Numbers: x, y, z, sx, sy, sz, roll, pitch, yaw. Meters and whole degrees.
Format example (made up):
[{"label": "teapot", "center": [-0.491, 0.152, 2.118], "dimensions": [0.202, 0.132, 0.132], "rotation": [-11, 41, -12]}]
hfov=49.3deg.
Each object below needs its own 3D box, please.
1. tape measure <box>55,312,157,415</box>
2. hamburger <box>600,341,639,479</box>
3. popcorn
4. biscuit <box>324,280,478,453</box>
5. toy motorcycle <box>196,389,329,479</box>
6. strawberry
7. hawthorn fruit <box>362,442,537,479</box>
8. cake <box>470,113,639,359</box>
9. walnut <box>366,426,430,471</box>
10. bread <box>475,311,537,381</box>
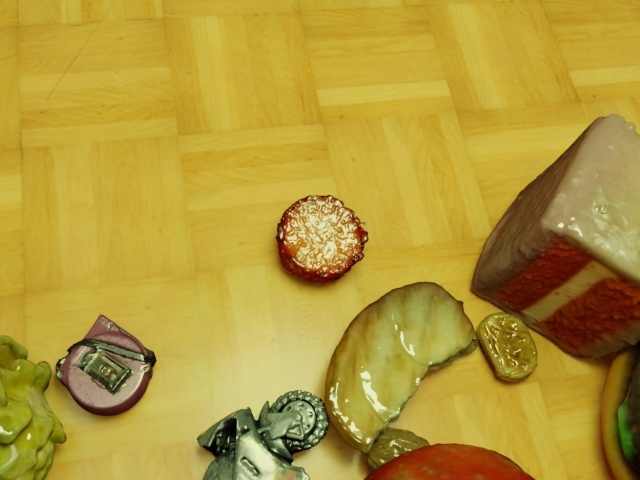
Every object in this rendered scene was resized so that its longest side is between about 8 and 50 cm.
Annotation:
[{"label": "tape measure", "center": [-0.297, 0.178, 0.967], "dimensions": [0.125, 0.074, 0.118], "rotation": [30, 66, 8]}, {"label": "hamburger", "center": [0.597, 0.245, 0.958], "dimensions": [0.395, 0.277, 0.396], "rotation": [2, 68, -6]}, {"label": "popcorn", "center": [-0.442, 0.222, 0.859], "dimensions": [0.259, 0.212, 0.259], "rotation": [3, 73, -9]}, {"label": "biscuit", "center": [0.107, 0.164, 1.018], "dimensions": [0.299, 0.045, 0.154], "rotation": [-33, 74, -35]}, {"label": "toy motorcycle", "center": [-0.096, 0.337, 0.916], "dimensions": [0.173, 0.108, 0.307], "rotation": [13, 66, 7]}, {"label": "strawberry", "center": [0.000, 0.000, 1.084], "dimensions": [0.145, 0.086, 0.145], "rotation": [3, 65, -6]}, {"label": "hawthorn fruit", "center": [0.186, 0.373, 0.845], "dimensions": [0.330, 0.287, 0.287], "rotation": [-18, 70, -26]}, {"label": "cake", "center": [0.398, 0.004, 1.026], "dimensions": [0.237, 0.309, 0.230], "rotation": [31, 68, 3]}, {"label": "walnut", "center": [0.112, 0.302, 0.973], "dimensions": [0.096, 0.082, 0.079], "rotation": [20, 37, 3]}, {"label": "bread", "center": [0.289, 0.163, 1.079], "dimensions": [0.083, 0.044, 0.111], "rotation": [-17, 71, -19]}]
